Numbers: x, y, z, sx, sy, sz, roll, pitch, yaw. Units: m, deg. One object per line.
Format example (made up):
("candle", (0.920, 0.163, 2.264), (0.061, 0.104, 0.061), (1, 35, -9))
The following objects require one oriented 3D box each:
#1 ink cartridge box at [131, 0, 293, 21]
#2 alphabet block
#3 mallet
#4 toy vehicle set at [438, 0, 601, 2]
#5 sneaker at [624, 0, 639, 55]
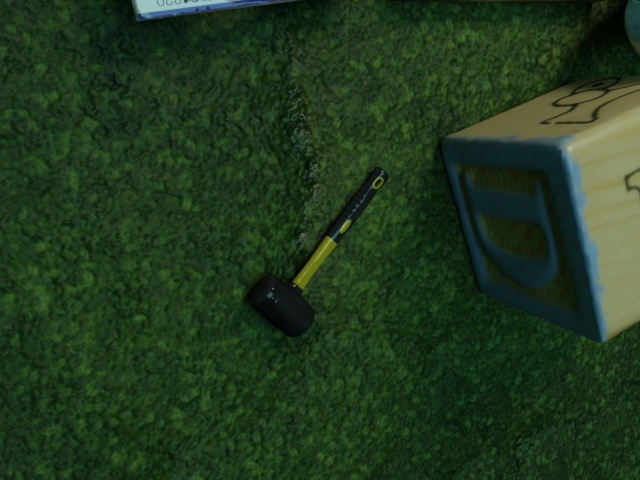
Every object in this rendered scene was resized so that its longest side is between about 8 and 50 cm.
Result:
("ink cartridge box", (-0.073, -0.304, 0.527), (0.223, 0.045, 0.224), (-15, 104, -21))
("alphabet block", (0.270, -0.045, 0.646), (0.197, 0.192, 0.193), (-24, 110, -16))
("mallet", (0.000, 0.000, 0.624), (0.062, 0.039, 0.189), (35, 81, -28))
("toy vehicle set", (0.190, -0.327, 0.642), (0.267, 0.035, 0.166), (-8, 103, -22))
("sneaker", (0.445, -0.230, 0.689), (0.319, 0.127, 0.208), (-50, 117, -27))
